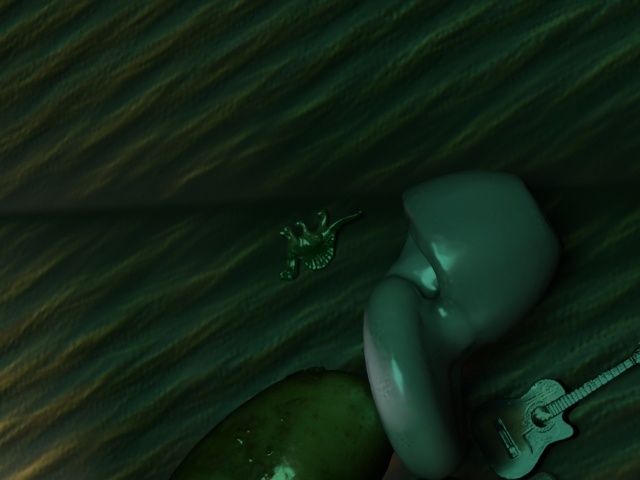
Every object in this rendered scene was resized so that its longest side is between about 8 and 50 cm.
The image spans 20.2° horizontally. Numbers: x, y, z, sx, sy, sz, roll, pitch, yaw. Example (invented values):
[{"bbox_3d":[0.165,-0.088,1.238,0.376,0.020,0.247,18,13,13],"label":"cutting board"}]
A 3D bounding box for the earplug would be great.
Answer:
[{"bbox_3d":[0.135,0.082,1.844,0.175,0.214,0.325,16,82,18],"label":"earplug"}]

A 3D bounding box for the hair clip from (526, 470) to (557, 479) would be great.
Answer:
[{"bbox_3d":[0.197,0.293,1.885,0.137,0.022,0.054,-35,72,15],"label":"hair clip"}]

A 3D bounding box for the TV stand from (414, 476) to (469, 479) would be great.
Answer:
[{"bbox_3d":[0.226,0.305,1.821,0.270,0.083,0.088,8,90,18],"label":"TV stand"}]

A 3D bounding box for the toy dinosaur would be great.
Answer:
[{"bbox_3d":[-0.001,0.000,2.017,0.120,0.029,0.060,-25,89,14],"label":"toy dinosaur"}]

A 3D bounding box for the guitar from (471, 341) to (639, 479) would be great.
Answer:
[{"bbox_3d":[0.263,0.164,1.870,0.233,0.025,0.088,-34,71,16],"label":"guitar"}]

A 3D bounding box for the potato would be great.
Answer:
[{"bbox_3d":[-0.052,0.259,1.910,0.307,0.210,0.173,-44,74,5],"label":"potato"}]
